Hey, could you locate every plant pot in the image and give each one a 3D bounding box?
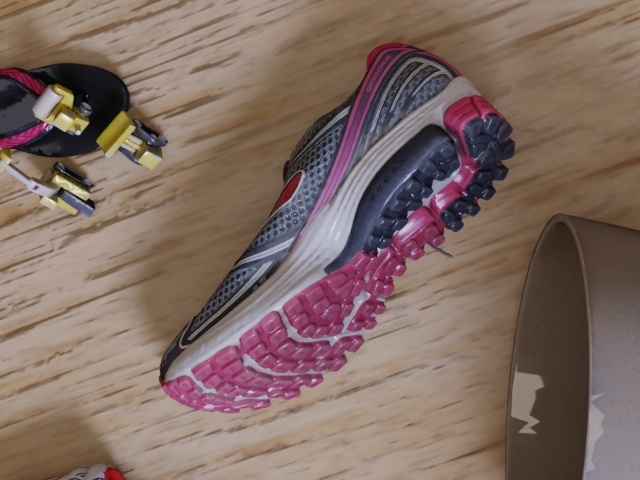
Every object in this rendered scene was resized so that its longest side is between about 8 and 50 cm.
[{"bbox_3d":[0.276,0.122,1.264,0.274,0.256,0.256,5,94,-4],"label":"plant pot"}]

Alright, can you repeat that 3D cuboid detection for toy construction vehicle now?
[{"bbox_3d":[-0.167,-0.058,1.380,0.098,0.035,0.086,33,112,-31],"label":"toy construction vehicle"}]

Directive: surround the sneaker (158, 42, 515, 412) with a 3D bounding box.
[{"bbox_3d":[0.000,0.000,1.354,0.299,0.121,0.112,-46,58,8],"label":"sneaker"}]

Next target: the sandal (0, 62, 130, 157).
[{"bbox_3d":[-0.225,-0.093,1.402,0.179,0.040,0.067,2,93,7],"label":"sandal"}]

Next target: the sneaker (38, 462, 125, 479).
[{"bbox_3d":[-0.149,0.291,1.387,0.145,0.090,0.270,-24,87,10],"label":"sneaker"}]
